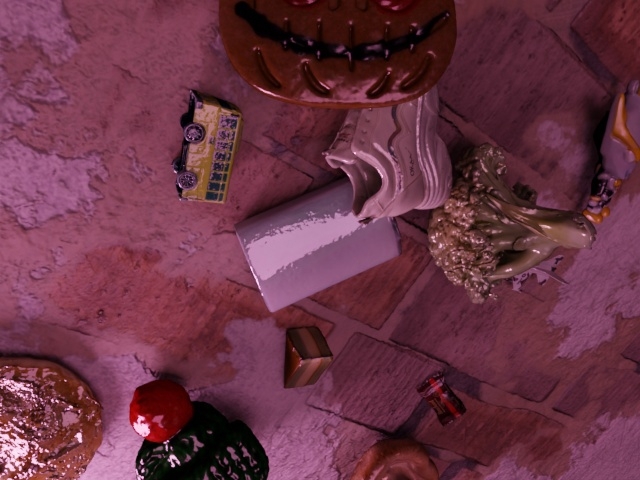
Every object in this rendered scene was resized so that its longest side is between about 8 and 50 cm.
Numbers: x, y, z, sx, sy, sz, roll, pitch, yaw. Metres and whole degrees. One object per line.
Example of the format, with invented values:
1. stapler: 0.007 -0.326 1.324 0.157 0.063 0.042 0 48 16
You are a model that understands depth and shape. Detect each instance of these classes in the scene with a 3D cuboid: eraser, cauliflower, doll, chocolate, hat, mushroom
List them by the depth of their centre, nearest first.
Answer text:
1. eraser: 0.000 0.000 1.021 0.290 0.104 0.189 -23 117 -7
2. cauliflower: 0.356 -0.027 1.055 0.281 0.260 0.326 2 115 6
3. hat: -0.286 0.434 1.086 0.274 0.242 0.332 -34 98 -27
4. doll: 0.649 -0.192 1.163 0.146 0.103 0.316 -9 122 -20
5. mushroom: 0.187 0.625 1.356 0.279 0.146 0.278 -8 109 -24
6. chocolate: 0.318 0.416 1.369 0.086 0.028 0.182 -33 122 1

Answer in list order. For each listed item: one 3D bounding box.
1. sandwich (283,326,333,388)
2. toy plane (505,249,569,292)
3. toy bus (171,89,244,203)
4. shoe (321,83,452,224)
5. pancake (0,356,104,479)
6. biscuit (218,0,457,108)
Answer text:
1. sandwich: -0.030 0.285 1.138 0.080 0.113 0.163 -3 115 -18
2. toy plane: 0.470 0.047 1.232 0.234 0.082 0.159 20 117 -11
3. toy bus: -0.191 -0.157 0.893 0.101 0.088 0.174 6 114 -23
4. shoe: 0.095 -0.192 0.899 0.211 0.132 0.341 -23 104 -25
5. pancake: -0.596 0.370 1.012 0.357 0.065 0.355 -7 116 -14
6. biscuit: 0.029 -0.361 0.814 0.368 0.063 0.313 1 90 -3
